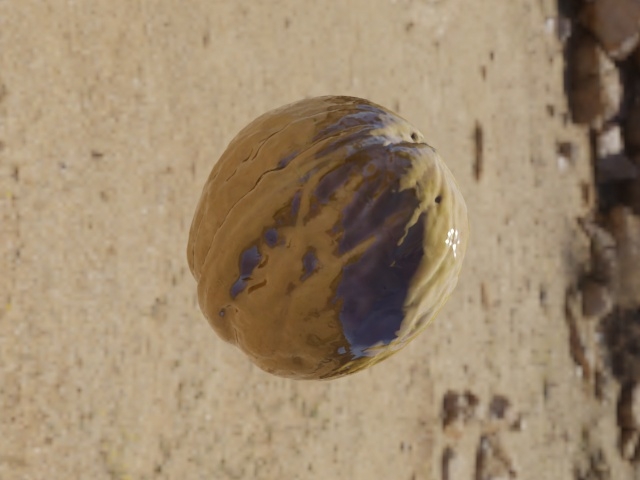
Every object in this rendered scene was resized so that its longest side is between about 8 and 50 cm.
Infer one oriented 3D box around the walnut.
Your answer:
[{"bbox_3d":[0.000,0.000,1.483,0.333,0.332,0.333,0,90,-75],"label":"walnut"}]
